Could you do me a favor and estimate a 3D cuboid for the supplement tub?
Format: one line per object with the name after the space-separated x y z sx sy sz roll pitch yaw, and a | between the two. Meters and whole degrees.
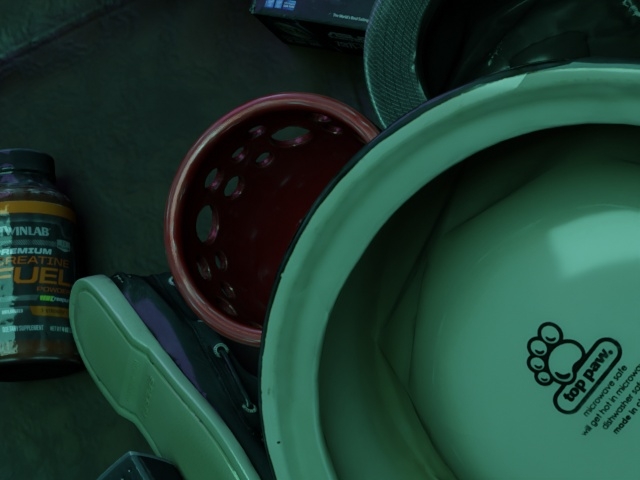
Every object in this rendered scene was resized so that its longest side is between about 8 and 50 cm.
-0.268 0.021 1.103 0.106 0.106 0.198 -12 74 19 | supplement tub

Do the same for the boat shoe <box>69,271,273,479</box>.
-0.077 0.148 0.997 0.340 0.113 0.127 46 135 32 | boat shoe

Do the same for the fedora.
0.165 -0.132 0.935 0.275 0.124 0.244 -43 83 -6 | fedora

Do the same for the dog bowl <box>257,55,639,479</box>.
0.177 0.084 0.745 0.408 0.150 0.408 5 108 17 | dog bowl

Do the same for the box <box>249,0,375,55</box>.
0.051 -0.235 1.048 0.180 0.077 0.147 14 83 24 | box

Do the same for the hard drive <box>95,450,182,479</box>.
-0.157 0.295 0.978 0.255 0.054 0.172 -51 63 33 | hard drive

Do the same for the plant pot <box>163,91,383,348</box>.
0.000 0.000 0.961 0.191 0.174 0.191 -5 75 21 | plant pot
